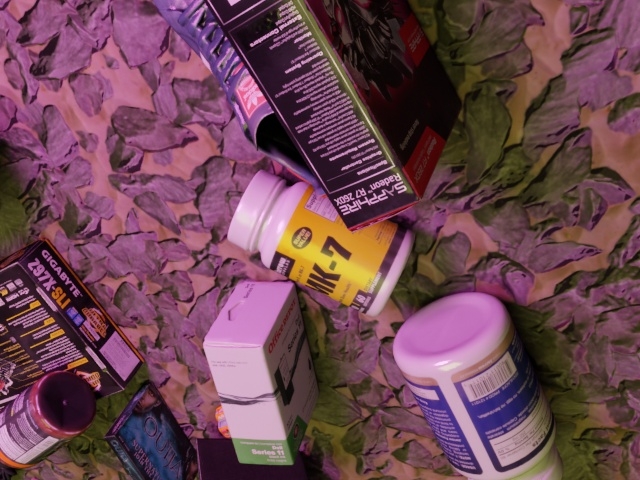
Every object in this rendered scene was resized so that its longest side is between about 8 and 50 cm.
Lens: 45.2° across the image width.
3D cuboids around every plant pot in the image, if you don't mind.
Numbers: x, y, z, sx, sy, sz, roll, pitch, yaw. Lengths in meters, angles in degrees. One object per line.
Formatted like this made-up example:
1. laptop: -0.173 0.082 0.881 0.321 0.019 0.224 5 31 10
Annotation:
1. plant pot: -0.099 0.427 1.199 0.167 0.188 0.187 -5 122 -11

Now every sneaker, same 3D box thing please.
1. sneaker: -0.070 -0.189 0.838 0.350 0.148 0.131 42 123 -10

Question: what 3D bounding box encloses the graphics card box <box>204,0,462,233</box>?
1. graphics card box: 0.002 -0.222 0.744 0.094 0.233 0.371 -22 111 32

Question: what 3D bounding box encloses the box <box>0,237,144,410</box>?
1. box: -0.484 0.165 1.232 0.322 0.079 0.257 -23 113 28

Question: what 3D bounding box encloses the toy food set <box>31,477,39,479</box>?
1. toy food set: -0.556 0.514 1.505 0.078 0.019 0.122 39 116 -8

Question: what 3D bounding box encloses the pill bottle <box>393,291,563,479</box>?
1. pill bottle: 0.210 0.211 0.989 0.153 0.153 0.264 -16 114 26

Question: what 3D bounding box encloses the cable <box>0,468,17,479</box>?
1. cable: -0.645 0.391 1.440 0.150 0.047 0.184 -12 117 24

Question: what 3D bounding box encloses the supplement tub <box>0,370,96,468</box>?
1. supplement tub: -0.439 0.284 1.183 0.198 0.106 0.106 -35 105 32

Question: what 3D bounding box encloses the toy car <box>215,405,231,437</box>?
1. toy car: -0.109 0.289 1.208 0.122 0.040 0.060 -5 118 21

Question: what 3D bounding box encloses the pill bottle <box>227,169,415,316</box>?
1. pill bottle: 0.000 0.000 0.950 0.208 0.119 0.119 25 125 2

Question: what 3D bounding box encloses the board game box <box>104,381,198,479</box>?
1. board game box: -0.264 0.339 1.237 0.026 0.126 0.186 -14 116 25

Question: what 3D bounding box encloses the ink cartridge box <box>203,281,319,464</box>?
1. ink cartridge box: -0.075 0.181 1.063 0.087 0.153 0.208 -2 121 18
